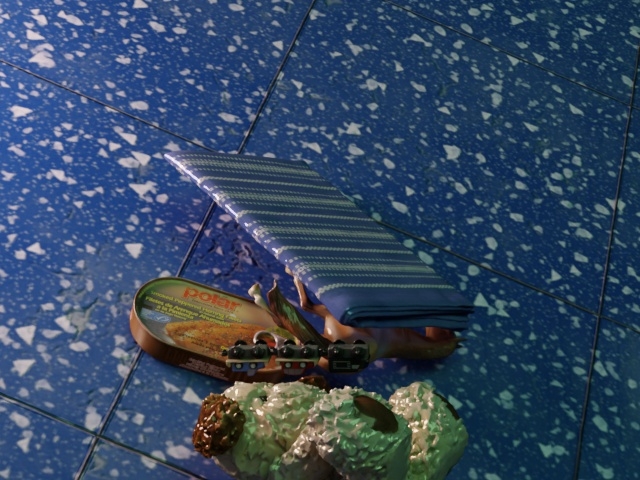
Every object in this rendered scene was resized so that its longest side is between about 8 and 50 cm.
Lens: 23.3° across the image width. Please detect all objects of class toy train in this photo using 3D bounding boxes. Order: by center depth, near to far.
[{"bbox_3d":[-0.026,0.124,1.628,0.158,0.036,0.027,-1,18,9],"label":"toy train"}]

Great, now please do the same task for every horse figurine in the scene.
[{"bbox_3d":[0.030,0.090,1.734,0.174,0.066,0.263,46,26,22],"label":"horse figurine"}]

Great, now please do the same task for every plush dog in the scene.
[{"bbox_3d":[-0.010,0.216,1.546,0.225,0.211,0.262,27,9,25],"label":"plush dog"}]

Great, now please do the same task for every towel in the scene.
[{"bbox_3d":[0.000,0.000,1.780,0.243,0.040,0.336,3,31,-49],"label":"towel"}]

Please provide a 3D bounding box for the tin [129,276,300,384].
[{"bbox_3d":[-0.116,0.101,1.698,0.189,0.040,0.106,18,44,-7],"label":"tin"}]
